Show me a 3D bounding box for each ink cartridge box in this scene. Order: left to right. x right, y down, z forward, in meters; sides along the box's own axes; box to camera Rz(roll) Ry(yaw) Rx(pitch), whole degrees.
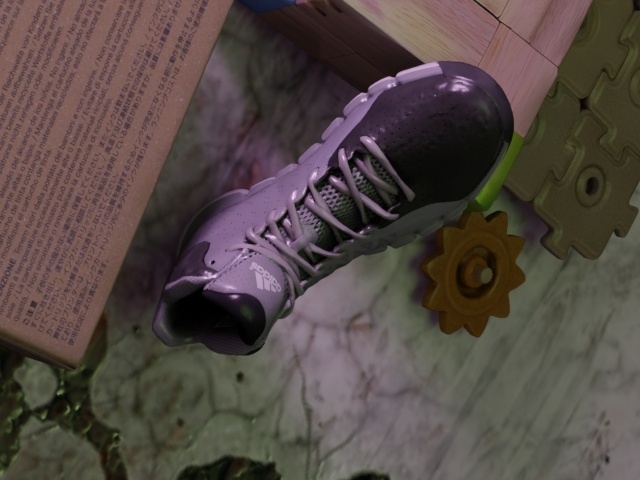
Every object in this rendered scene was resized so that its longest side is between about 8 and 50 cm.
[{"bbox_3d":[-0.171,-0.078,0.920,0.193,0.088,0.235,29,79,-35],"label":"ink cartridge box"}]

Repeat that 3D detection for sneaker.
[{"bbox_3d":[0.000,0.000,0.960,0.086,0.228,0.132,50,31,-12],"label":"sneaker"}]

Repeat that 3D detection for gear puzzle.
[{"bbox_3d":[0.161,-0.083,1.210,0.175,0.044,0.339,37,76,-36],"label":"gear puzzle"}]

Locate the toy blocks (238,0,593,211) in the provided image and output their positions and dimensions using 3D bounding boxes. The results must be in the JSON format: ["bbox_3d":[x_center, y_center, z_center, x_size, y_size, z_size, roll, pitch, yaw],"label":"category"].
[{"bbox_3d":[0.059,-0.245,1.043,0.261,0.190,0.381,34,75,-24],"label":"toy blocks"}]
